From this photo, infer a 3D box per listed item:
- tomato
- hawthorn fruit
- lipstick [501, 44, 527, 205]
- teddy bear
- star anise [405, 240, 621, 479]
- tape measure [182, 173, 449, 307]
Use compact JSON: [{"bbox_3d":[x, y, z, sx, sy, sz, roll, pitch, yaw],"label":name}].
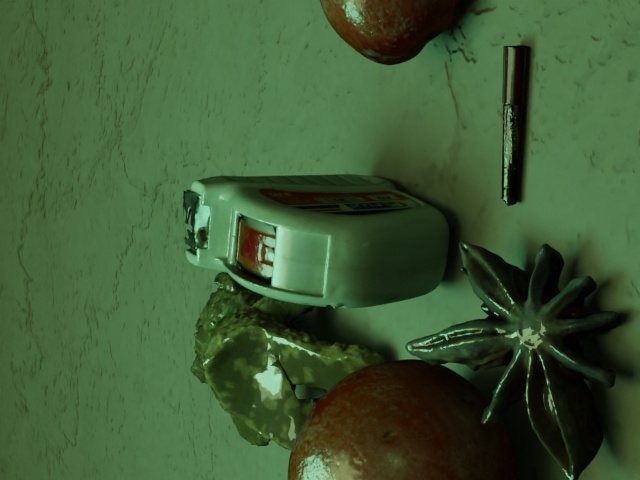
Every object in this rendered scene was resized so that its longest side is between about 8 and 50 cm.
[{"bbox_3d":[0.097,0.270,1.654,0.265,0.265,0.264,11,103,58],"label":"tomato"},{"bbox_3d":[0.078,-0.289,1.707,0.173,0.173,0.172,11,103,58],"label":"hawthorn fruit"},{"bbox_3d":[0.212,-0.127,1.640,0.027,0.027,0.176,17,110,57],"label":"lipstick"},{"bbox_3d":[-0.047,0.171,2.004,0.296,0.222,0.246,17,107,11],"label":"teddy bear"},{"bbox_3d":[0.220,0.106,1.574,0.258,0.111,0.198,34,98,34],"label":"star anise"},{"bbox_3d":[0.000,0.000,1.775,0.265,0.258,0.130,30,117,54],"label":"tape measure"}]
